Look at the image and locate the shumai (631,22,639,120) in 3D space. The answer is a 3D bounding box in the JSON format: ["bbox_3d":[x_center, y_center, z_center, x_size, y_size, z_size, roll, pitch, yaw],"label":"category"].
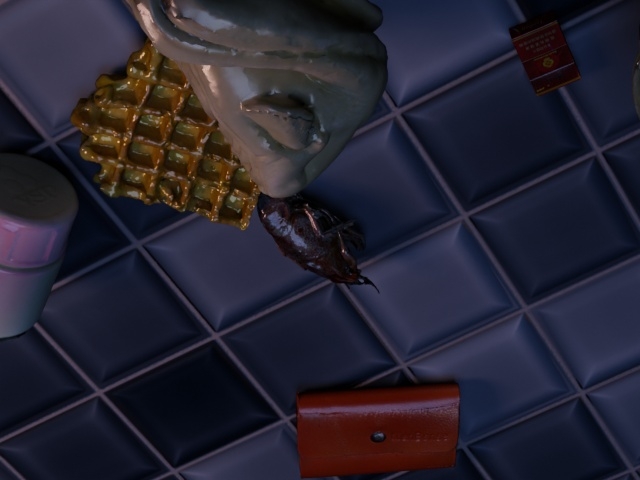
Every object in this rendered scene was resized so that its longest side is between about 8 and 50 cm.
[{"bbox_3d":[0.447,-0.143,1.552,0.288,0.292,0.330,-2,93,-19],"label":"shumai"}]

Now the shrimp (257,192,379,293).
[{"bbox_3d":[0.000,0.001,1.781,0.190,0.073,0.075,38,160,-19],"label":"shrimp"}]

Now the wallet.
[{"bbox_3d":[0.072,0.240,1.988,0.204,0.045,0.142,-3,128,-3],"label":"wallet"}]

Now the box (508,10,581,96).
[{"bbox_3d":[0.236,-0.196,1.674,0.051,0.023,0.082,-21,127,13],"label":"box"}]

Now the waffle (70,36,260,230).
[{"bbox_3d":[-0.147,-0.131,1.667,0.219,0.057,0.229,13,125,-15],"label":"waffle"}]

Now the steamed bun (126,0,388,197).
[{"bbox_3d":[-0.058,-0.253,1.423,0.237,0.346,0.394,-34,100,1],"label":"steamed bun"}]

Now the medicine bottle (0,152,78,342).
[{"bbox_3d":[-0.340,0.006,1.709,0.135,0.135,0.168,16,126,-17],"label":"medicine bottle"}]
